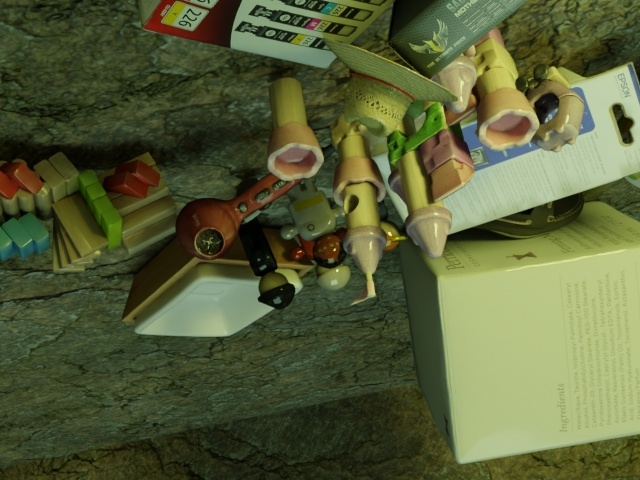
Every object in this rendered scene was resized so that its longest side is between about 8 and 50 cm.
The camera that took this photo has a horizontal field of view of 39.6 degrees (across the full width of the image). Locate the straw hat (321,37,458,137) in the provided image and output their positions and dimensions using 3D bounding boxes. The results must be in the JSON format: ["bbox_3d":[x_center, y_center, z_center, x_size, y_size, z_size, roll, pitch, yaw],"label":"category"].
[{"bbox_3d":[0.051,-0.128,0.807,0.144,0.061,0.144,23,-174,-3],"label":"straw hat"}]

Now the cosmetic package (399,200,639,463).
[{"bbox_3d":[0.372,0.144,1.540,0.394,0.327,0.329,-9,-166,-4],"label":"cosmetic package"}]

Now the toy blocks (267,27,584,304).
[{"bbox_3d":[0.136,-0.089,1.034,0.289,0.260,0.309,-33,139,32],"label":"toy blocks"}]

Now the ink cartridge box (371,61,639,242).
[{"bbox_3d":[0.269,-0.125,1.251,0.371,0.069,0.175,-17,125,21],"label":"ink cartridge box"}]

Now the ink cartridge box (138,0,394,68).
[{"bbox_3d":[0.027,-0.290,0.755,0.272,0.130,0.309,4,154,-36],"label":"ink cartridge box"}]

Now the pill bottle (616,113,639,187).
[{"bbox_3d":[0.517,-0.161,1.220,0.136,0.136,0.245,-6,170,-11],"label":"pill bottle"}]

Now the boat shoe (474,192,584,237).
[{"bbox_3d":[0.291,-0.071,1.427,0.335,0.112,0.095,0,160,-17],"label":"boat shoe"}]

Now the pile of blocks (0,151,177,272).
[{"bbox_3d":[-0.361,-0.045,1.144,0.362,0.149,0.112,-4,158,-14],"label":"pile of blocks"}]

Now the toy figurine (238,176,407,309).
[{"bbox_3d":[0.000,0.000,1.358,0.213,0.148,0.209,-11,164,-48],"label":"toy figurine"}]

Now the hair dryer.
[{"bbox_3d":[-0.100,-0.061,1.164,0.080,0.293,0.224,48,128,-10],"label":"hair dryer"}]

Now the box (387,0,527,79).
[{"bbox_3d":[0.163,-0.269,0.771,0.059,0.183,0.233,36,129,-22],"label":"box"}]

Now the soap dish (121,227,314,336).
[{"bbox_3d":[-0.185,0.070,1.540,0.229,0.118,0.291,6,152,-35],"label":"soap dish"}]
